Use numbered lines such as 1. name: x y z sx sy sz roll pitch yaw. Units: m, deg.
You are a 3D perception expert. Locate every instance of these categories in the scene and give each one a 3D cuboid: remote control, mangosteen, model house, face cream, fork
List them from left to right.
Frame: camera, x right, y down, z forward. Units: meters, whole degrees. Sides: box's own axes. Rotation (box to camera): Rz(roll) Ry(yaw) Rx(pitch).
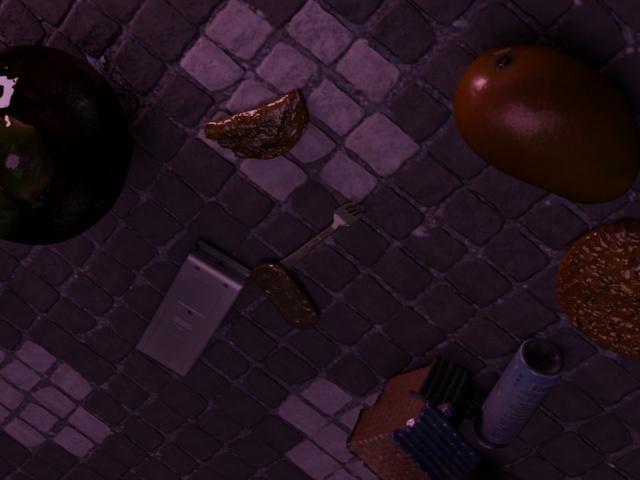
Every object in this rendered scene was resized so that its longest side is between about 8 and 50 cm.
1. mangosteen: -0.416 -0.127 1.699 0.311 0.311 0.311 13 133 14
2. remote control: -0.213 0.115 1.991 0.103 0.055 0.277 31 134 -4
3. fork: 0.002 -0.005 1.812 0.034 0.028 0.219 34 139 -16
4. model house: 0.173 0.287 1.871 0.166 0.183 0.172 45 133 -17
5. face cream: 0.297 0.247 1.854 0.075 0.075 0.229 26 134 3

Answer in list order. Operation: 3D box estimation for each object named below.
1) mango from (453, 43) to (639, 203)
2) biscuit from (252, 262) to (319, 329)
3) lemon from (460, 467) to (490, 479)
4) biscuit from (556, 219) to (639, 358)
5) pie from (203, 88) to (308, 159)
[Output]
1. mango: 0.287 -0.144 1.476 0.255 0.139 0.175 25 147 -8
2. biscuit: -0.055 0.089 1.916 0.071 0.018 0.147 -12 127 35
3. lemon: 0.211 0.458 2.016 0.180 0.180 0.193 45 154 -17
4. biscuit: 0.448 0.074 1.660 0.254 0.035 0.254 14 133 15
5. pie: -0.085 -0.156 1.710 0.170 0.034 0.092 -12 121 26
